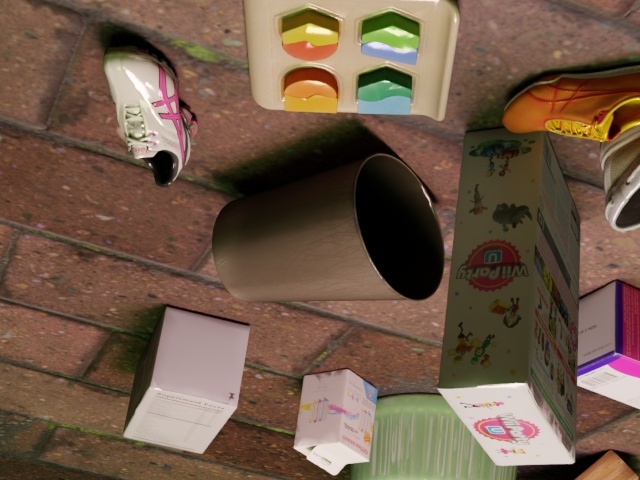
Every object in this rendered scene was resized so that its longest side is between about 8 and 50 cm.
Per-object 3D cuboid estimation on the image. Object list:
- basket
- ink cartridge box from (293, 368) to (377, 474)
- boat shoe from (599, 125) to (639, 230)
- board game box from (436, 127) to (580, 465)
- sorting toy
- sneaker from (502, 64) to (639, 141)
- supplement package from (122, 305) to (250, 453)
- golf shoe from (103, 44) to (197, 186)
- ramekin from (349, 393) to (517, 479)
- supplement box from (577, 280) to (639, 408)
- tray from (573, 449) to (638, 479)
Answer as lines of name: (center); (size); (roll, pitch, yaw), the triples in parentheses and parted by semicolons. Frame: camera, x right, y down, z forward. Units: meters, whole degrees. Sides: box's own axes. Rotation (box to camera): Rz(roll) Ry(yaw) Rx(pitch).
basket: (0.000, 0.000, 1.463); (0.226, 0.154, 0.204); (-9, 146, 34)
ink cartridge box: (0.025, 0.291, 1.978); (0.090, 0.143, 0.092); (-14, 145, 34)
boat shoe: (0.404, -0.104, 1.214); (0.118, 0.103, 0.320); (27, 146, -30)
board game box: (0.215, 0.063, 1.354); (0.097, 0.303, 0.224); (-5, 148, 23)
sorting toy: (0.027, -0.179, 1.239); (0.208, 0.038, 0.193); (6, 151, 3)
sneaker: (0.262, -0.130, 1.243); (0.175, 0.067, 0.064); (-9, 149, 31)
supplement package: (-0.207, 0.219, 1.915); (0.139, 0.134, 0.244); (15, 151, -12)
golf shoe: (-0.182, -0.132, 1.328); (0.067, 0.086, 0.186); (-1, 149, 18)
ramekin: (0.189, 0.384, 2.100); (0.303, 0.148, 0.303); (6, 151, 3)
supplement box: (0.438, 0.153, 1.662); (0.220, 0.114, 0.111); (23, 147, -24)
tray: (0.372, 0.546, 2.165); (0.411, 0.076, 0.203); (-37, 149, -10)
